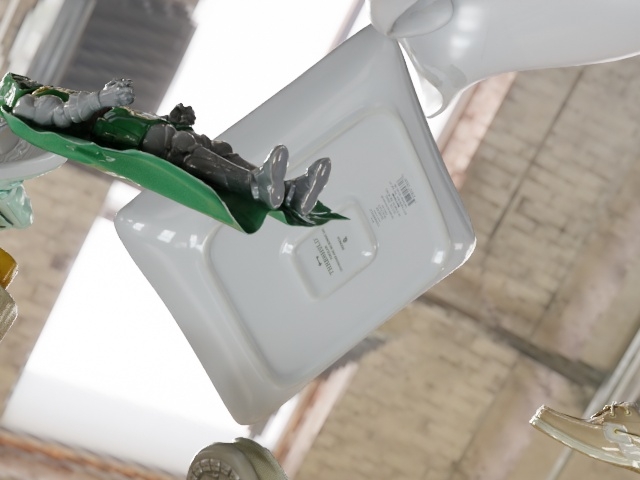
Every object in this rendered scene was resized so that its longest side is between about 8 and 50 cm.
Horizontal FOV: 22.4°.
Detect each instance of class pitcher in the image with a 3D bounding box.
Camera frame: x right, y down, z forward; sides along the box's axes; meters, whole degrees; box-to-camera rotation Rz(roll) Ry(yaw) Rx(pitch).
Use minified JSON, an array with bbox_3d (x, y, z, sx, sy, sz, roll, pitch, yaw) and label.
[{"bbox_3d":[0.126,-0.150,0.861,0.125,0.207,0.178,66,-171,5],"label":"pitcher"}]

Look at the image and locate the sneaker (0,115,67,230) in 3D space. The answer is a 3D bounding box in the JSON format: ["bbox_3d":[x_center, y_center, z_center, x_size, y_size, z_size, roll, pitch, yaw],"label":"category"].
[{"bbox_3d":[-0.313,-0.073,1.647,0.256,0.094,0.151,-4,151,36],"label":"sneaker"}]

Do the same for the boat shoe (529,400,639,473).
[{"bbox_3d":[0.273,0.173,1.452,0.170,0.059,0.063,19,-178,-8],"label":"boat shoe"}]

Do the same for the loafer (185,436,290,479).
[{"bbox_3d":[-0.023,0.254,1.302,0.102,0.268,0.092,6,-141,42],"label":"loafer"}]

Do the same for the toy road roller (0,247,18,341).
[{"bbox_3d":[-0.429,0.015,1.509,0.329,0.202,0.240,38,150,-16],"label":"toy road roller"}]

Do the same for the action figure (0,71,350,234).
[{"bbox_3d":[-0.108,-0.060,0.962,0.232,0.063,0.137,18,-178,29],"label":"action figure"}]

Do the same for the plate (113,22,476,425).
[{"bbox_3d":[0.000,0.000,1.335,0.045,0.278,0.277,39,162,46],"label":"plate"}]
